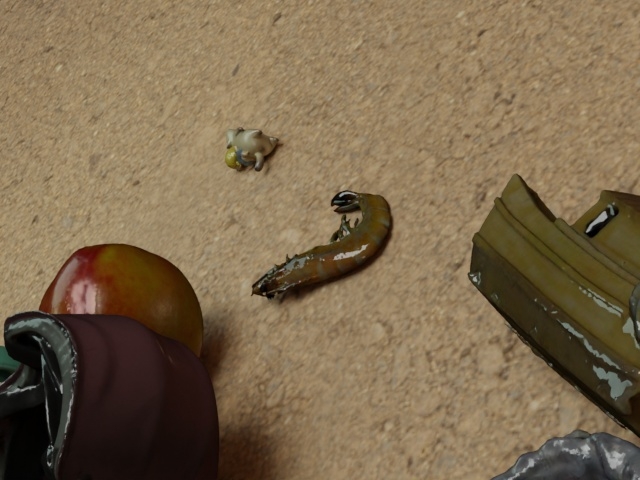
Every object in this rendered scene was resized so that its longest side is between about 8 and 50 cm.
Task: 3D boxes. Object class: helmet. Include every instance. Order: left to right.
[{"bbox_3d":[-0.210,0.220,1.366,0.271,0.197,0.338,53,136,47],"label":"helmet"}]

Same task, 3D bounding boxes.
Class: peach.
[{"bbox_3d":[-0.219,0.110,1.535,0.197,0.197,0.197,-29,38,26],"label":"peach"}]

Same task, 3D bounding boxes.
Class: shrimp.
[{"bbox_3d":[-0.001,-0.001,1.533,0.178,0.034,0.124,-24,38,29],"label":"shrimp"}]

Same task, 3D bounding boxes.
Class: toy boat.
[{"bbox_3d":[0.231,0.034,1.098,0.162,0.136,0.445,-44,20,1],"label":"toy boat"}]

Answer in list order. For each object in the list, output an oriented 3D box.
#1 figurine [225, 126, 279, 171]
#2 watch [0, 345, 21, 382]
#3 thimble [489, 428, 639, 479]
[{"bbox_3d":[-0.092,-0.111,1.740,0.083,0.047,0.051,6,71,56],"label":"figurine"},{"bbox_3d":[-0.359,0.217,1.534,0.195,0.237,0.068,-27,30,-9],"label":"watch"},{"bbox_3d":[0.179,0.258,0.952,0.205,0.172,0.236,2,61,46],"label":"thimble"}]
